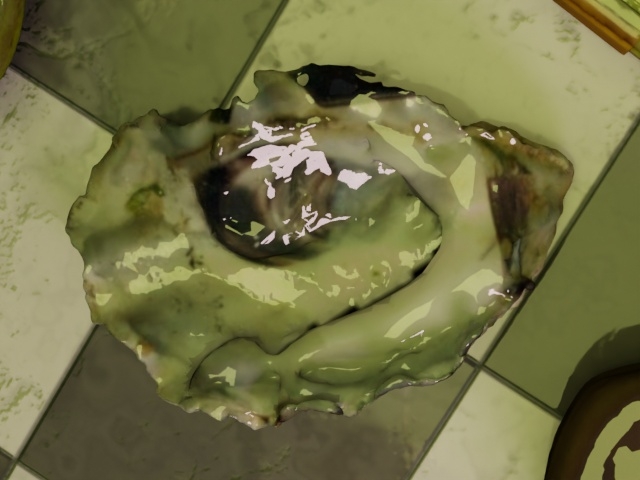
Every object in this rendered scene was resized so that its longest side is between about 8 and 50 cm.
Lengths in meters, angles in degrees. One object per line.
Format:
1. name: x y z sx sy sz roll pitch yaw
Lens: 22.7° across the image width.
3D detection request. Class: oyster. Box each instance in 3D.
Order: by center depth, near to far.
1. oyster: 0.000 0.000 1.074 0.351 0.115 0.238 -15 85 7

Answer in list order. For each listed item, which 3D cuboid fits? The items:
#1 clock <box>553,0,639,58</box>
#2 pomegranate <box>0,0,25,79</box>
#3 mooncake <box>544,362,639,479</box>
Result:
1. clock: 0.223 -0.187 1.016 0.202 0.096 0.143 39 104 5
2. pomegranate: -0.323 -0.181 1.063 0.159 0.190 0.241 15 140 42
3. mooncake: 0.246 0.182 1.042 0.234 0.117 0.235 1 94 10
